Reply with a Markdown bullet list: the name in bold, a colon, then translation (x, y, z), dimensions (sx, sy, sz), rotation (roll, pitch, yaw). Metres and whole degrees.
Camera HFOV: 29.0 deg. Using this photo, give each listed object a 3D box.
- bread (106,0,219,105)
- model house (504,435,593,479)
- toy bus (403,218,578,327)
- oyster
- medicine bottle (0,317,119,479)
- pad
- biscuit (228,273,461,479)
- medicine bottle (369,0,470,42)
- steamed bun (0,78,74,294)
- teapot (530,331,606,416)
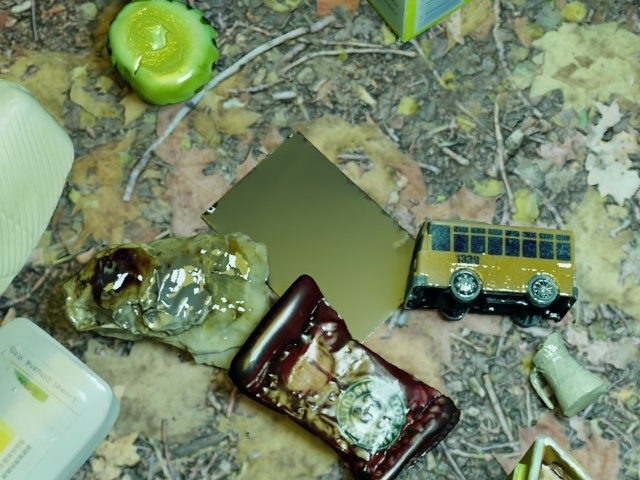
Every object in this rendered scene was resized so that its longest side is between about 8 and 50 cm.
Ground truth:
- **bread**: translation (-0.189, -0.226, 1.478), dimensions (0.139, 0.071, 0.130), rotation (29, 75, 9)
- **model house**: translation (0.192, 0.354, 1.159), dimensions (0.340, 0.300, 0.324), rotation (-10, 60, -10)
- **toy bus**: translation (0.186, 0.032, 1.374), dimensions (0.182, 0.091, 0.103), rotation (4, 68, -3)
- **oyster**: translation (-0.171, 0.056, 1.362), dimensions (0.232, 0.107, 0.162), rotation (-3, 63, -3)
- **medicine bottle**: translation (-0.357, 0.234, 1.287), dimensions (0.161, 0.111, 0.296), rotation (38, 75, 12)
- **pad**: translation (0.000, 0.000, 1.432), dimensions (0.163, 0.004, 0.243), rotation (-42, 75, -14)
- **biscuit**: translation (0.022, 0.165, 1.340), dimensions (0.235, 0.063, 0.151), rotation (39, 75, 10)
- **medicine bottle**: translation (0.161, -0.377, 1.504), dimensions (0.250, 0.141, 0.137), rotation (-33, 70, -12)
- **steamed bun**: translation (-0.396, -0.062, 1.374), dimensions (0.152, 0.170, 0.239), rotation (13, 69, 25)
- **teapot**: translation (0.264, 0.148, 1.358), dimensions (0.067, 0.057, 0.083), rotation (-41, 67, 16)
